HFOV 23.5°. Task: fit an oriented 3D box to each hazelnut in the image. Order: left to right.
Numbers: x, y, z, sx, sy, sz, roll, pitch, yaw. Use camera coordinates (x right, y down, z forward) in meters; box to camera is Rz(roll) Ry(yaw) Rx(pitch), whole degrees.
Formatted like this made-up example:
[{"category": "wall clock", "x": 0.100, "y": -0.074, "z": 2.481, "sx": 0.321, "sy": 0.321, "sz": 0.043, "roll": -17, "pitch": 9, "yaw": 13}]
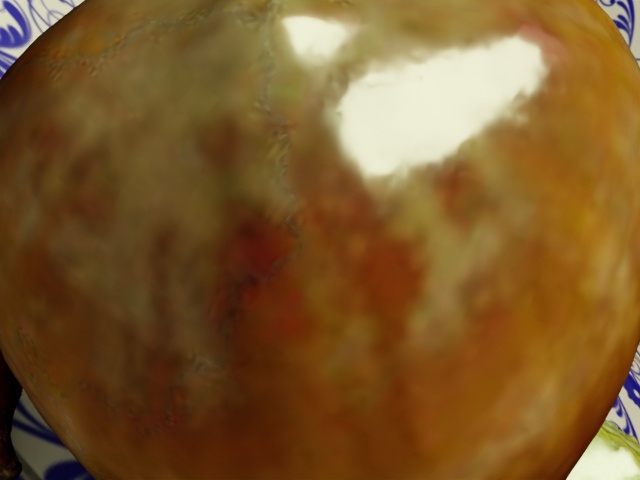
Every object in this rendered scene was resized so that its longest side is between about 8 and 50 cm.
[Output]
[{"category": "hazelnut", "x": 0.001, "y": 0.006, "z": 0.794, "sx": 0.366, "sy": 0.366, "sz": 0.365, "roll": 39, "pitch": 26, "yaw": -23}]

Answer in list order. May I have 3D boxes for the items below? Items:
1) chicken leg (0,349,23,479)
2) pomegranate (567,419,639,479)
[{"category": "chicken leg", "x": -0.206, "y": 0.038, "z": 0.870, "sx": 0.205, "sy": 0.053, "sz": 0.093, "roll": 49, "pitch": 42, "yaw": 12}, {"category": "pomegranate", "x": 0.119, "y": 0.193, "z": 1.048, "sx": 0.310, "sy": 0.216, "sz": 0.358, "roll": 31, "pitch": 0, "yaw": -41}]
